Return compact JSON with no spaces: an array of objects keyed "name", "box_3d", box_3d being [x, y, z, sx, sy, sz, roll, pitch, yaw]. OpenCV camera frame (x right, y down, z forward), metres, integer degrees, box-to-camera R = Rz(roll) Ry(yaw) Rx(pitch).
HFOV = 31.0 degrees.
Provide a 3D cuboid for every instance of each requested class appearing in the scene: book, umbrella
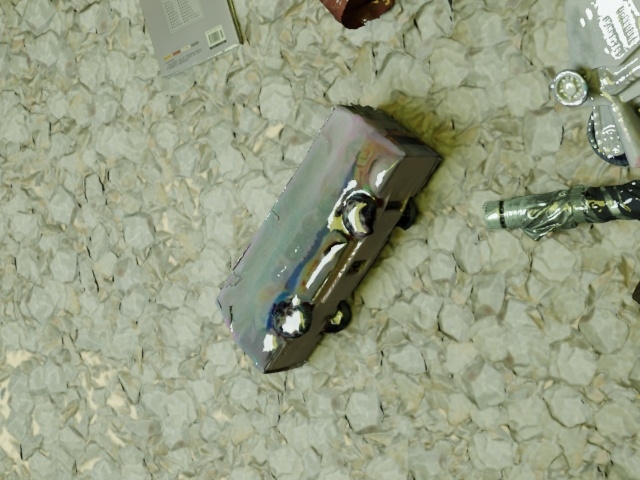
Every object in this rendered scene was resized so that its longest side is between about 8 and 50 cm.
[{"name":"book","box_3d":[-0.173,-0.306,1.443,0.127,0.014,0.181,-20,84,28]},{"name":"umbrella","box_3d":[0.259,-0.032,1.205,0.188,0.046,0.050,-4,47,29]}]

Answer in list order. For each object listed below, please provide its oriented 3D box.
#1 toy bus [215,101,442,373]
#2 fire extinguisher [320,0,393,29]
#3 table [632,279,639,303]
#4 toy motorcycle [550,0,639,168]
[{"name":"toy bus","box_3d":[0.000,0.000,1.320,0.138,0.112,0.317,43,111,24]},{"name":"fire extinguisher","box_3d":[-0.023,-0.404,1.311,0.147,0.106,0.337,-39,74,-1]},{"name":"table","box_3d":[0.478,-0.012,1.004,0.249,0.317,0.317,35,110,8]},{"name":"toy motorcycle","box_3d":[0.314,-0.192,1.101,0.171,0.110,0.260,4,116,39]}]
